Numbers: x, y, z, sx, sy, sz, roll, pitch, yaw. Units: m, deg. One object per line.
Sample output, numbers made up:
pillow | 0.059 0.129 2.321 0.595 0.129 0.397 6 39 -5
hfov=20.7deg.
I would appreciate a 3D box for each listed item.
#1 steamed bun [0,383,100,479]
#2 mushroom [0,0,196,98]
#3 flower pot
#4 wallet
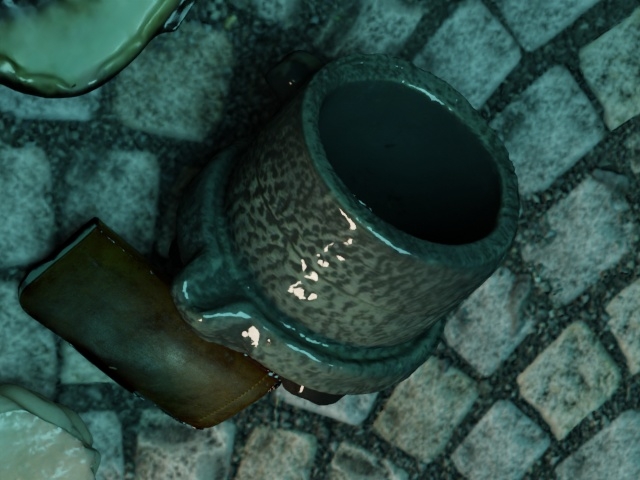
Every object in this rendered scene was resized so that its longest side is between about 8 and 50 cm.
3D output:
steamed bun | -0.299 0.221 1.670 0.183 0.106 0.182 -7 106 -24
mushroom | -0.213 -0.287 1.542 0.247 0.130 0.344 23 91 -29
flower pot | 0.000 0.000 1.621 0.299 0.299 0.283 15 140 -25
wallet | -0.170 0.090 1.696 0.137 0.031 0.255 -35 117 27
